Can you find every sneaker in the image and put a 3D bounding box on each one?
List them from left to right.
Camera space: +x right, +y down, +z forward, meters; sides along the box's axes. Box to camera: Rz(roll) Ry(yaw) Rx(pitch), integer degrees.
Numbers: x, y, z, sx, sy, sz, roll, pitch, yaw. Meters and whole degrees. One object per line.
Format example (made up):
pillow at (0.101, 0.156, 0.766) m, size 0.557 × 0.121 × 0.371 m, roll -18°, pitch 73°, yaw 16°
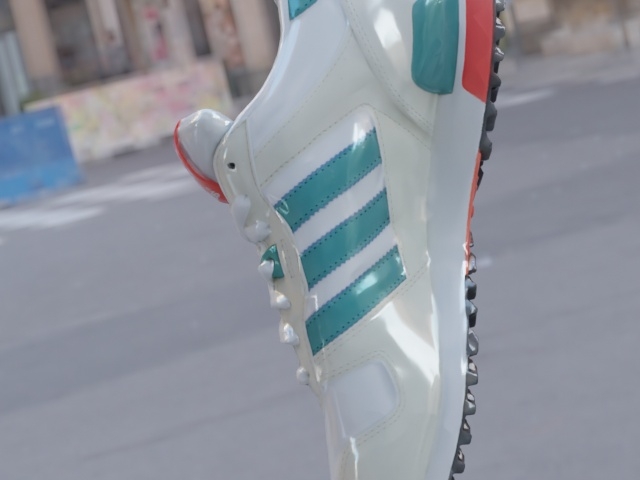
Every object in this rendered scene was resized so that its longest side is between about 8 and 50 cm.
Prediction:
sneaker at (0.000, 0.000, 0.474) m, size 0.075 × 0.161 × 0.057 m, roll 6°, pitch -4°, yaw -3°
